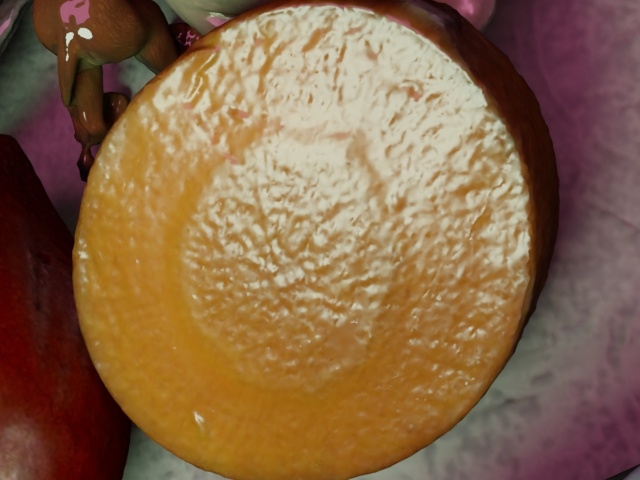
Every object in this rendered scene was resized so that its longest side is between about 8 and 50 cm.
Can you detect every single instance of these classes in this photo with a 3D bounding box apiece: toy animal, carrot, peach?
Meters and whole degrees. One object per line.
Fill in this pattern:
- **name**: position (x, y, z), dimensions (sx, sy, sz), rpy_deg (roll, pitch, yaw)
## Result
- **toy animal**: position (-0.143, -0.205, 0.836), dimensions (0.097, 0.157, 0.312), rpy_deg (1, 81, 21)
- **carrot**: position (0.000, 0.000, 0.706), dimensions (0.258, 0.100, 0.307), rpy_deg (23, 120, -2)
- **peach**: position (-0.227, 0.122, 0.799), dimensions (0.201, 0.257, 0.362), rpy_deg (30, 77, -15)

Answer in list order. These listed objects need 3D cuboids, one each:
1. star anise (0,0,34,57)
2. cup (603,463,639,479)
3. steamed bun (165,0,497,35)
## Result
- **star anise**: position (-0.283, -0.188, 0.904), dimensions (0.359, 0.139, 0.316), rpy_deg (-39, 54, 43)
- **cup**: position (0.156, 0.254, 0.510), dimensions (0.257, 0.311, 0.331), rpy_deg (-40, 85, -25)
- **steamed bun**: position (-0.017, -0.234, 0.762), dimensions (0.268, 0.207, 0.280), rpy_deg (26, 69, -15)
